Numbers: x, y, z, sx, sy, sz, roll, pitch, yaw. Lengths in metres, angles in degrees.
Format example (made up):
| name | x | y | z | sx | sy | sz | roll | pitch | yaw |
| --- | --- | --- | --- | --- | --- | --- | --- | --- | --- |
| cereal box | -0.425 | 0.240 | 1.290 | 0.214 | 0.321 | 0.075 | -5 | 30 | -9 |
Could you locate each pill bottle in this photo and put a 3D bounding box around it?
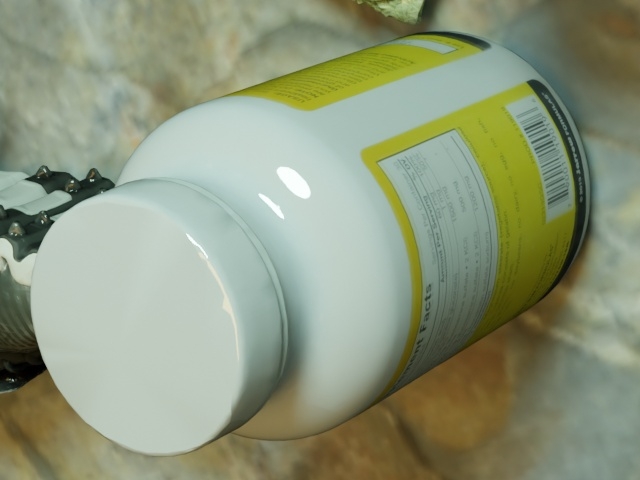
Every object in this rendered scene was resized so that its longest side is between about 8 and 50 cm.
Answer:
| name | x | y | z | sx | sy | sz | roll | pitch | yaw |
| --- | --- | --- | --- | --- | --- | --- | --- | --- | --- |
| pill bottle | 0.000 | 0.000 | 0.582 | 0.103 | 0.184 | 0.103 | 12 | 111 | 32 |

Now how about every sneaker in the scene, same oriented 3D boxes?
| name | x | y | z | sx | sy | sz | roll | pitch | yaw |
| --- | --- | --- | --- | --- | --- | --- | --- | --- | --- |
| sneaker | -0.126 | 0.024 | 0.751 | 0.234 | 0.078 | 0.106 | 15 | 117 | 35 |

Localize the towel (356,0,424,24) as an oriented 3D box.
| name | x | y | z | sx | sy | sz | roll | pitch | yaw |
| --- | --- | --- | --- | --- | --- | --- | --- | --- | --- |
| towel | -0.009 | -0.148 | 0.639 | 0.148 | 0.027 | 0.110 | 32 | 120 | 23 |
